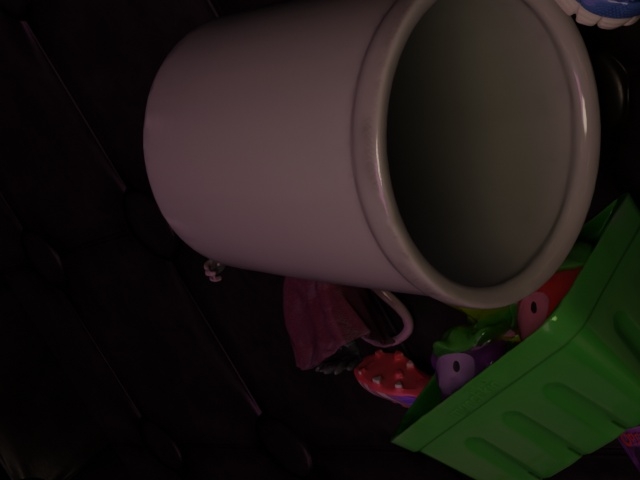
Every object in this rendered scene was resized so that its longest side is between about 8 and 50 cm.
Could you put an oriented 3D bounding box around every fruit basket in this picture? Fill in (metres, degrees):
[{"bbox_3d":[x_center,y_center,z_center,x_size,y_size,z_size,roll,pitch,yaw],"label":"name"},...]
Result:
[{"bbox_3d":[0.209,0.071,1.311,0.392,0.283,0.392,21,135,23],"label":"fruit basket"}]

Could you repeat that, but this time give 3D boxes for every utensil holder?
[{"bbox_3d":[0.041,-0.110,1.177,0.385,0.327,0.327,6,125,48],"label":"utensil holder"}]

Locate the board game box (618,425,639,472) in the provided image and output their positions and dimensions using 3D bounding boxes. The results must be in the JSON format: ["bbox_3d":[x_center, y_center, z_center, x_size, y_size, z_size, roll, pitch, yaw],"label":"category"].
[{"bbox_3d":[0.493,0.284,1.273,0.208,0.056,0.347,53,161,-4],"label":"board game box"}]

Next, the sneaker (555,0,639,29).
[{"bbox_3d":[0.235,-0.357,0.946,0.330,0.130,0.147,70,158,8],"label":"sneaker"}]

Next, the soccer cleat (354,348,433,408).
[{"bbox_3d":[0.153,0.234,1.673,0.248,0.083,0.095,11,133,40],"label":"soccer cleat"}]

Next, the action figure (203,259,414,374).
[{"bbox_3d":[0.000,0.000,1.582,0.248,0.276,0.370,-22,84,50],"label":"action figure"}]
